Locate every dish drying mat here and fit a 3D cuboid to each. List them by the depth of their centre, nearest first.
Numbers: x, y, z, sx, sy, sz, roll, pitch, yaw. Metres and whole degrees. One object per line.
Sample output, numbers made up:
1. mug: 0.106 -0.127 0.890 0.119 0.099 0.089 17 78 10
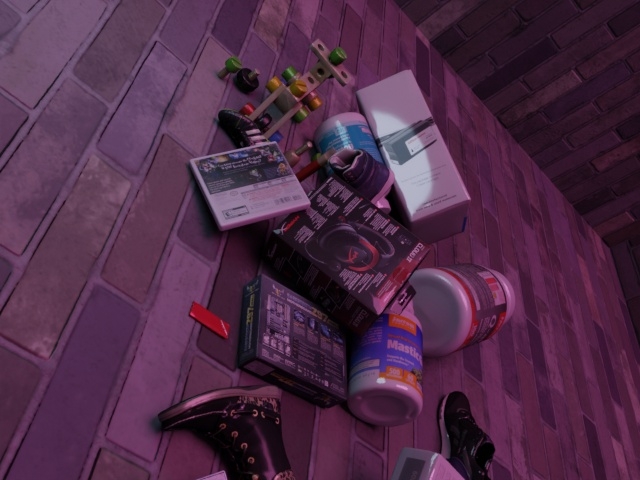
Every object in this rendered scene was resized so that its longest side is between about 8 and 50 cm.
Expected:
1. dish drying mat: -0.193 0.139 1.166 0.083 0.008 0.032 40 37 -27

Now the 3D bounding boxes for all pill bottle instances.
1. pill bottle: 0.139 0.234 1.401 0.152 0.152 0.272 39 38 -27
2. pill bottle: 0.088 -0.178 1.678 0.146 0.146 0.264 4 60 -52
3. pill bottle: 0.348 0.164 1.686 0.362 0.210 0.210 -3 66 -54

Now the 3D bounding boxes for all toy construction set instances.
1. toy construction set: -0.029 -0.319 1.554 0.257 0.237 0.309 -10 72 -56

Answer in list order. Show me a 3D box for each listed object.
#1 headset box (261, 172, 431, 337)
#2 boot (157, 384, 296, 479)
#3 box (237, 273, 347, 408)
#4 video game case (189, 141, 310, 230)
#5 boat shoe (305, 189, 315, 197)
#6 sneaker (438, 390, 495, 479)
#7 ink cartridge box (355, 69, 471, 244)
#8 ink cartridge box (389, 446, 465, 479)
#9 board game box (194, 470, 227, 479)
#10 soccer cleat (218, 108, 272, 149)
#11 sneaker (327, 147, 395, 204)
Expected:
1. headset box: 0.065 0.035 1.358 0.293 0.110 0.218 37 54 7
2. boot: -0.131 0.321 1.029 0.236 0.085 0.179 7 60 -51
3. box: -0.047 0.193 1.269 0.232 0.059 0.184 33 40 -33
4. video game case: -0.140 -0.111 1.315 0.190 0.022 0.173 -16 61 -23
5. boat shoe: 0.000 0.000 1.479 0.084 0.079 0.233 9 58 -52
6. sneaker: 0.344 0.457 1.517 0.107 0.124 0.283 43 35 -23
7. ink cartridge box: 0.246 -0.208 1.799 0.285 0.166 0.395 61 8 -72
8. ink cartridge box: 0.215 0.602 1.191 0.385 0.091 0.308 51 52 -32
9. board game box: -0.203 0.481 0.814 0.318 0.066 0.319 4 60 -52
10. soccer cleat: -0.157 -0.217 1.468 0.179 0.060 0.072 41 49 -26
11. sneaker: 0.053 -0.103 1.513 0.086 0.226 0.163 36 3 42
